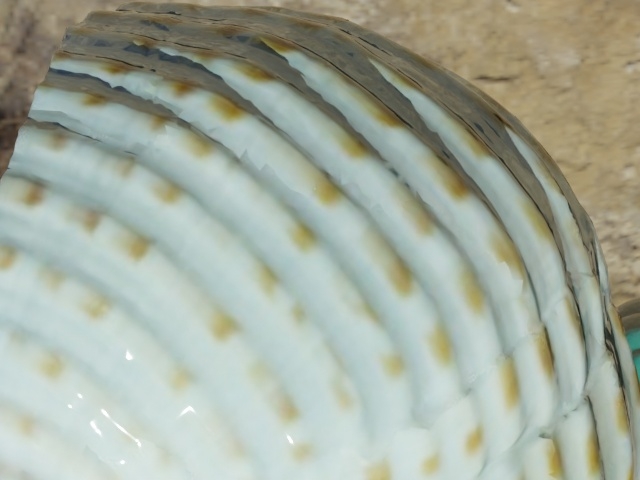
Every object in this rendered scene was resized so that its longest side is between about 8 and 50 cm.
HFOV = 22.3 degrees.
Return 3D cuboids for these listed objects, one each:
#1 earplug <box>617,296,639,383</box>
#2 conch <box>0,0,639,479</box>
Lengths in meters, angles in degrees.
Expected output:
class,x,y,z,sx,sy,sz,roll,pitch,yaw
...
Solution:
class,x,y,z,sx,sy,sz,roll,pitch,yaw
earplug,0.370,0.190,1.833,0.164,0.280,0.257,12,85,19
conch,0.010,0.052,0.615,0.215,0.319,0.303,-6,96,14
